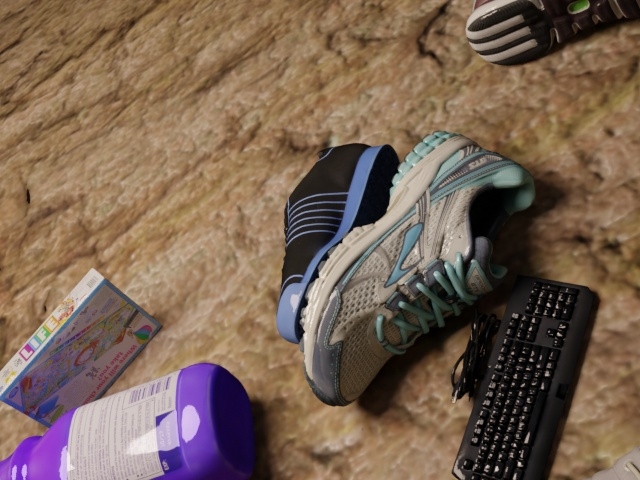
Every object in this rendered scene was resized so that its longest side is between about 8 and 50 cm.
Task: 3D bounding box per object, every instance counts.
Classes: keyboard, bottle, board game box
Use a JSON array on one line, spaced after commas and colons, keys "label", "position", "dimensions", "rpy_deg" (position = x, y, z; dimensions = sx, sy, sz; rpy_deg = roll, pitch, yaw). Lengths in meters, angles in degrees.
[{"label": "keyboard", "position": [0.150, 0.110, 0.738], "dimensions": [0.100, 0.038, 0.192], "rpy_deg": [6, 60, 34]}, {"label": "bottle", "position": [-0.199, 0.207, 0.839], "dimensions": [0.282, 0.092, 0.118], "rpy_deg": [-22, 48, 16]}, {"label": "board game box", "position": [-0.248, 0.117, 0.927], "dimensions": [0.154, 0.103, 0.026], "rpy_deg": [-50, 47, -10]}]

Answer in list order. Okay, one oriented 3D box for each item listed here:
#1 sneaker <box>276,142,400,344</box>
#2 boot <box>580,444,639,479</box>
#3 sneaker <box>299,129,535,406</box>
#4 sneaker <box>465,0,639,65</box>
[{"label": "sneaker", "position": [0.000, 0.000, 0.886], "dimensions": [0.090, 0.081, 0.232], "rpy_deg": [3, 53, 36]}, {"label": "boot", "position": [0.244, 0.232, 0.553], "dimensions": [0.123, 0.095, 0.258], "rpy_deg": [-34, 31, 14]}, {"label": "sneaker", "position": [0.088, 0.025, 0.791], "dimensions": [0.122, 0.110, 0.283], "rpy_deg": [21, 70, 36]}, {"label": "sneaker", "position": [0.276, -0.295, 0.915], "dimensions": [0.281, 0.106, 0.163], "rpy_deg": [-16, 48, 22]}]
